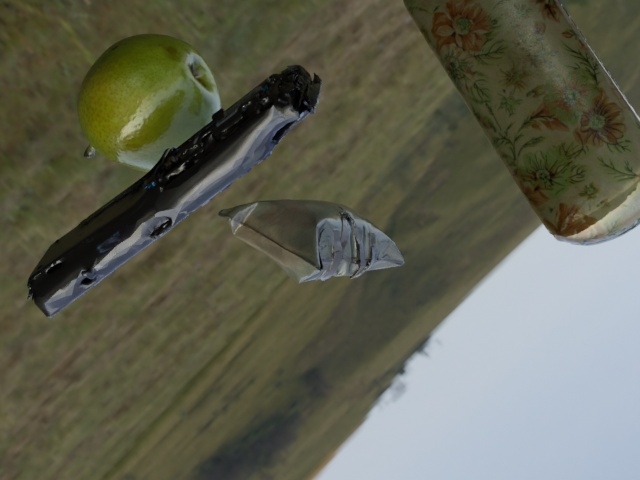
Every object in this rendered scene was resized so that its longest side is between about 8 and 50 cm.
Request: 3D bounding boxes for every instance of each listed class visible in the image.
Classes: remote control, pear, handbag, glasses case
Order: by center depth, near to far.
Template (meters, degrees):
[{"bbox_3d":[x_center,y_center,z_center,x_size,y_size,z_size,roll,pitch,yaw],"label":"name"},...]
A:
[{"bbox_3d":[-0.168,-0.055,1.251,0.399,0.062,0.144,-35,-162,20],"label":"remote control"},{"bbox_3d":[0.245,-0.188,1.341,0.156,0.425,0.098,-34,161,15],"label":"glasses case"},{"bbox_3d":[-0.228,-0.158,1.412,0.216,0.166,0.180,-20,173,27],"label":"pear"},{"bbox_3d":[0.000,0.000,1.669,0.270,0.182,0.117,1,118,-55],"label":"handbag"}]
